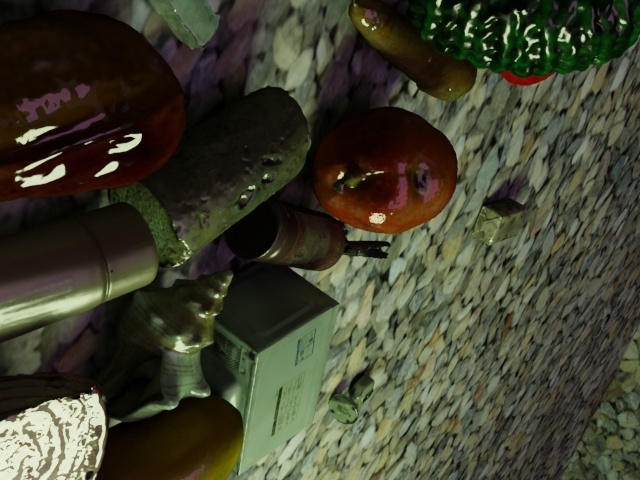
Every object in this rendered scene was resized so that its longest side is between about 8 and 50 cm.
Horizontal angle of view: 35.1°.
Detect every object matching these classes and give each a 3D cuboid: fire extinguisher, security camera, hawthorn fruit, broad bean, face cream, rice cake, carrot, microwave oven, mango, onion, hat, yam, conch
[{"bbox_3d":[-0.005,0.006,1.204,0.252,0.106,0.075,15,102,-60],"label":"fire extinguisher"},{"bbox_3d":[0.059,0.254,1.635,0.092,0.058,0.058,-34,146,-49],"label":"security camera"},{"bbox_3d":[0.046,-0.067,1.133,0.285,0.165,0.165,-26,141,-61],"label":"hawthorn fruit"},{"bbox_3d":[-0.203,-0.100,0.776,0.228,0.122,0.156,-7,151,-47],"label":"broad bean"},{"bbox_3d":[-0.300,0.054,0.844,0.341,0.084,0.137,-22,147,-35],"label":"face cream"},{"bbox_3d":[-0.137,-0.228,0.830,0.043,0.034,0.211,-59,153,-13],"label":"rice cake"},{"bbox_3d":[0.096,-0.230,1.160,0.298,0.078,0.078,17,105,-58],"label":"carrot"},{"bbox_3d":[-0.083,0.149,1.220,0.162,0.122,0.208,-27,141,-41],"label":"microwave oven"},{"bbox_3d":[-0.200,0.261,1.088,0.254,0.139,0.175,-35,-168,7],"label":"mango"},{"bbox_3d":[-0.331,0.216,0.924,0.250,0.111,0.247,-23,146,-37],"label":"onion"},{"bbox_3d":[0.223,-0.267,1.141,0.242,0.274,0.332,-53,168,-10],"label":"hat"},{"bbox_3d":[-0.100,-0.067,0.984,0.194,0.107,0.107,-39,148,-30],"label":"yam"},{"bbox_3d":[-0.162,0.125,1.058,0.114,0.137,0.234,15,102,-43],"label":"conch"}]

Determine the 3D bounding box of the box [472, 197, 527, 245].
[{"bbox_3d":[0.302,-0.032,1.707,0.098,0.045,0.062,-17,133,-48],"label":"box"}]
